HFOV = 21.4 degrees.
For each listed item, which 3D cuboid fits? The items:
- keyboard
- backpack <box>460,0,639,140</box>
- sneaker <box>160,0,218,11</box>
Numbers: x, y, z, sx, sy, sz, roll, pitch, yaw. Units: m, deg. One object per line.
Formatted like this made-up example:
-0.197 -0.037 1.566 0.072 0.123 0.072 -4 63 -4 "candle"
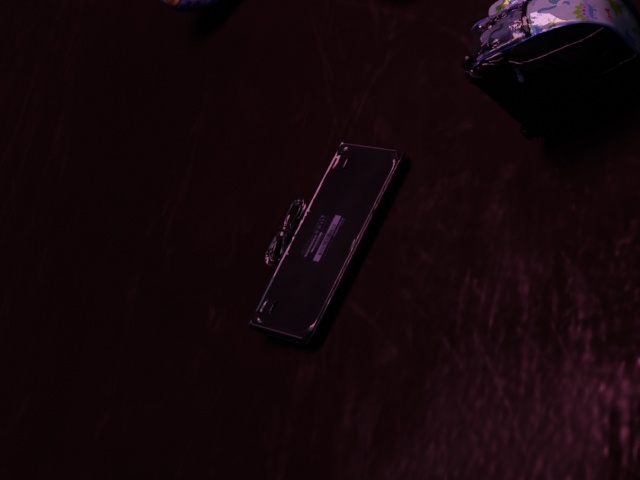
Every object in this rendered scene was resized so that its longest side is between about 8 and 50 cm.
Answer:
0.000 0.000 1.409 0.108 0.023 0.180 12 70 48 "keyboard"
0.177 -0.142 1.235 0.114 0.105 0.084 -21 46 33 "backpack"
-0.096 -0.362 1.803 0.296 0.112 0.131 -63 16 -15 "sneaker"
